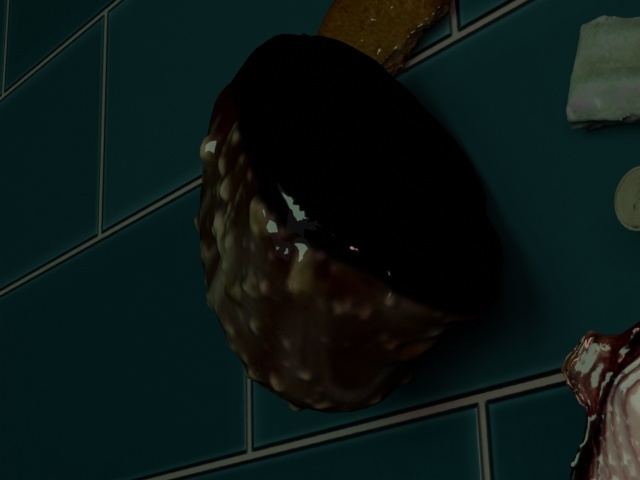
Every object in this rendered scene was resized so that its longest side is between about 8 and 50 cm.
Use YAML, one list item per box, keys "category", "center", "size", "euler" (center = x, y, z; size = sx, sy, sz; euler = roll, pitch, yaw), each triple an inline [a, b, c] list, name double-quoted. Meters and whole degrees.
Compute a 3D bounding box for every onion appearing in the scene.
- category: "onion"
  center: [0.236, 0.116, 0.819]
  size: [0.151, 0.098, 0.206]
  euler: [35, 107, 28]

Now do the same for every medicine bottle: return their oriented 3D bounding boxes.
- category: "medicine bottle"
  center: [0.246, -0.021, 0.865]
  size: [0.047, 0.083, 0.047]
  euler: [-21, 63, 48]

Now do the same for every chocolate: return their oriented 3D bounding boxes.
- category: "chocolate"
  center: [0.000, 0.000, 1.081]
  size: [0.210, 0.225, 0.340]
  euler: [-59, 36, 35]

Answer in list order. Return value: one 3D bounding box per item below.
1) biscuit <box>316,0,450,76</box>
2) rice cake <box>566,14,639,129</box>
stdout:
- category: "biscuit"
  center: [0.049, -0.206, 1.231]
  size: [0.206, 0.025, 0.126]
  euler: [-39, 51, 39]
- category: "rice cake"
  center: [0.268, -0.125, 0.903]
  size: [0.226, 0.040, 0.085]
  euler: [3, 82, 53]
